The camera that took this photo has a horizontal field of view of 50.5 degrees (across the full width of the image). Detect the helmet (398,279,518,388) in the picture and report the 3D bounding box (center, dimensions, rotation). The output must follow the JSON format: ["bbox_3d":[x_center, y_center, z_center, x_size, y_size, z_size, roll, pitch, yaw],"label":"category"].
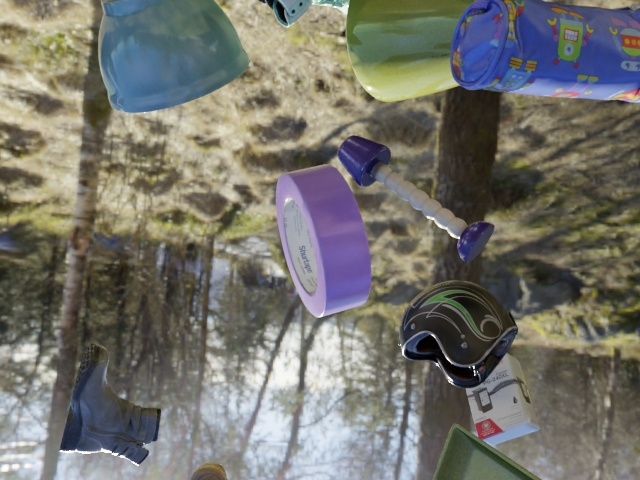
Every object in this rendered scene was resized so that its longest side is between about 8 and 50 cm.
[{"bbox_3d":[0.217,0.145,1.108,0.161,0.169,0.169,38,-169,28],"label":"helmet"}]

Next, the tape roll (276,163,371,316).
[{"bbox_3d":[0.000,0.000,1.271,0.090,0.275,0.275,-14,177,-17],"label":"tape roll"}]

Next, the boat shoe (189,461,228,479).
[{"bbox_3d":[-0.143,0.353,0.882,0.063,0.170,0.059,6,-160,2],"label":"boat shoe"}]

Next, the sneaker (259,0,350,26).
[{"bbox_3d":[-0.015,-0.463,1.321,0.256,0.151,0.094,28,180,-39],"label":"sneaker"}]

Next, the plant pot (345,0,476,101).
[{"bbox_3d":[0.247,-0.405,1.297,0.293,0.275,0.275,11,180,43],"label":"plant pot"}]

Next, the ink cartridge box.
[{"bbox_3d":[0.355,0.314,1.349,0.109,0.150,0.063,-31,139,27],"label":"ink cartridge box"}]

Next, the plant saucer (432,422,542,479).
[{"bbox_3d":[0.225,0.372,0.907,0.045,0.188,0.188,16,-175,-34],"label":"plant saucer"}]

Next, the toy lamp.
[{"bbox_3d":[0.141,-0.075,1.062,0.274,0.080,0.080,37,-174,22],"label":"toy lamp"}]

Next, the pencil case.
[{"bbox_3d":[0.324,-0.256,0.898,0.306,0.133,0.119,-2,-167,-22],"label":"pencil case"}]

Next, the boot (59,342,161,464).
[{"bbox_3d":[-0.354,0.288,1.193,0.161,0.246,0.083,13,-151,-17],"label":"boot"}]

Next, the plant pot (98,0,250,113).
[{"bbox_3d":[-0.307,-0.401,1.319,0.293,0.196,0.293,-12,-148,8],"label":"plant pot"}]
